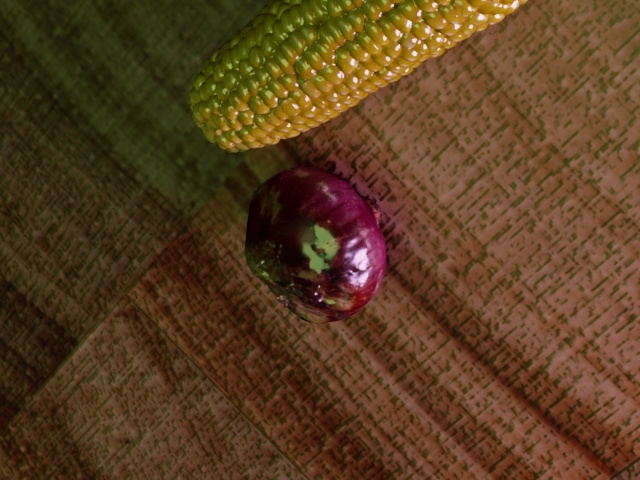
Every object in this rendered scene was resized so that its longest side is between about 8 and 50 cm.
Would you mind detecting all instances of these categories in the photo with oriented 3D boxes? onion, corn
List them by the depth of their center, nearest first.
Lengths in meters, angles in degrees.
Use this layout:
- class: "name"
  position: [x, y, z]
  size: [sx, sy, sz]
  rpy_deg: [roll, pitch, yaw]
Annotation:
- class: "corn"
  position: [0.027, -0.136, 0.791]
  size: [0.260, 0.091, 0.091]
  rpy_deg: [-28, 139, 30]
- class: "onion"
  position: [0.000, 0.000, 0.862]
  size: [0.107, 0.097, 0.107]
  rpy_deg: [36, 141, 36]
